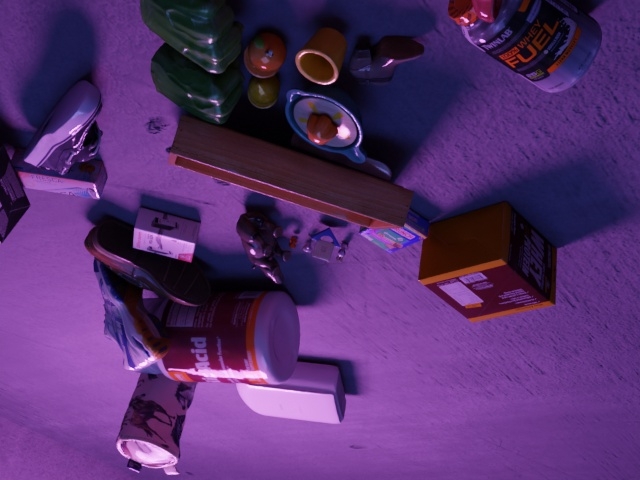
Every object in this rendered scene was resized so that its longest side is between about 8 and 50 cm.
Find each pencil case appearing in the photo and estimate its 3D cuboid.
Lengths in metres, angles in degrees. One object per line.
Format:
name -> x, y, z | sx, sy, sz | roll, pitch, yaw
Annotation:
pencil case -> -0.402, 0.405, 2.281 | 0.159, 0.410, 0.183 | -11, 131, 23

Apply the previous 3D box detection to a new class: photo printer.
photo printer -> -0.089, 0.432, 2.487 | 0.307, 0.107, 0.256 | 5, 149, 10

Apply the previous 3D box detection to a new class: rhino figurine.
rhino figurine -> -0.119, 0.021, 1.836 | 0.106, 0.073, 0.243 | 36, 159, 25

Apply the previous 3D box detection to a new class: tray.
tray -> -0.060, -0.115, 1.527 | 0.410, 0.076, 0.203 | 18, 177, -10

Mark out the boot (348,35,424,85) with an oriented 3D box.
boot -> 0.101, -0.271, 1.325 | 0.118, 0.042, 0.087 | 6, 155, 11

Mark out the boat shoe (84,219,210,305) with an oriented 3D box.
boat shoe -> -0.394, 0.056, 1.978 | 0.307, 0.111, 0.104 | 37, 146, -21

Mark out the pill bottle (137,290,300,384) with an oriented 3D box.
pill bottle -> -0.267, 0.233, 2.099 | 0.392, 0.224, 0.224 | -2, 147, 20

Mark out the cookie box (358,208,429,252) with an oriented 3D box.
cookie box -> 0.146, -0.025, 1.713 | 0.092, 0.040, 0.107 | 31, 143, -29

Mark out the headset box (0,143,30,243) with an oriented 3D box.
headset box -> -0.748, -0.141, 1.699 | 0.293, 0.110, 0.218 | 23, 151, 11

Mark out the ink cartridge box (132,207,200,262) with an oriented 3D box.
ink cartridge box -> -0.337, -0.011, 1.881 | 0.135, 0.056, 0.099 | 14, 150, -6

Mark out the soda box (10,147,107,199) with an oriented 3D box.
soda box -> -0.529, -0.135, 1.738 | 0.183, 0.058, 0.063 | 9, 149, 5

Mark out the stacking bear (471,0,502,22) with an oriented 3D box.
stacking bear -> 0.080, -0.382, 1.031 | 0.289, 0.164, 0.175 | 13, 176, 17

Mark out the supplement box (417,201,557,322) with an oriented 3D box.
supplement box -> 0.329, 0.048, 1.686 | 0.191, 0.129, 0.194 | -18, 139, 39

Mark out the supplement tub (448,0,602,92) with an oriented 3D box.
supplement tub -> 0.271, -0.290, 1.155 | 0.190, 0.117, 0.117 | 25, 147, -23

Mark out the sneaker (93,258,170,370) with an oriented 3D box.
sneaker -> -0.471, 0.165, 2.008 | 0.131, 0.296, 0.112 | -36, 164, 27

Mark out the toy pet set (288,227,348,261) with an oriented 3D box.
toy pet set -> 0.000, 0.000, 1.809 | 0.122, 0.065, 0.114 | 16, -176, -3

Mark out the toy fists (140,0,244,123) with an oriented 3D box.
toy fists -> -0.182, -0.285, 1.311 | 0.142, 0.096, 0.279 | 37, 153, 16

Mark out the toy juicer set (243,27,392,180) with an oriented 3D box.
toy juicer set -> -0.023, -0.198, 1.395 | 0.209, 0.089, 0.329 | 10, 148, 27

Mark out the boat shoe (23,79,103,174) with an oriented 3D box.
boat shoe -> -0.445, -0.192, 1.569 | 0.102, 0.108, 0.301 | 28, 148, -26
